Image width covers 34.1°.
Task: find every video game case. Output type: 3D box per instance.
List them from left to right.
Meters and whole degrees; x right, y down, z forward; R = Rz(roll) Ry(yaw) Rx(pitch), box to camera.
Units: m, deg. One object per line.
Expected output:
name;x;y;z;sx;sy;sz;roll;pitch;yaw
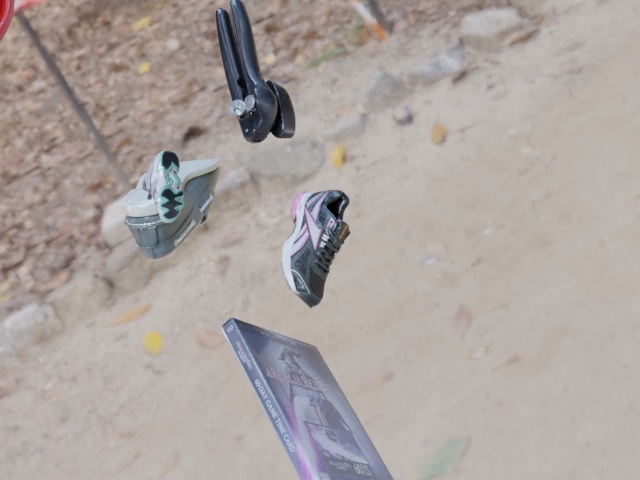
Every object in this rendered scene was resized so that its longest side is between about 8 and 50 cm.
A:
video game case;-0.002;0.221;1.258;0.026;0.196;0.274;-41;57;15

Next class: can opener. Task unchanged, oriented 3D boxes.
can opener;-0.088;-0.196;1.217;0.059;0.186;0.073;-30;-20;25

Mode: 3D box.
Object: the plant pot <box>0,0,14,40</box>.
plant pot;-0.467;-0.274;1.165;0.174;0.191;0.191;-10;29;39

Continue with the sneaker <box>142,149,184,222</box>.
sneaker;-0.206;-0.060;1.340;0.069;0.038;0.098;-30;54;48

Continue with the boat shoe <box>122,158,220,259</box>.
boat shoe;-0.232;-0.060;1.679;0.116;0.099;0.319;-7;17;12

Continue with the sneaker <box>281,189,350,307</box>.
sneaker;0.000;0.000;1.385;0.077;0.072;0.178;-17;54;29
